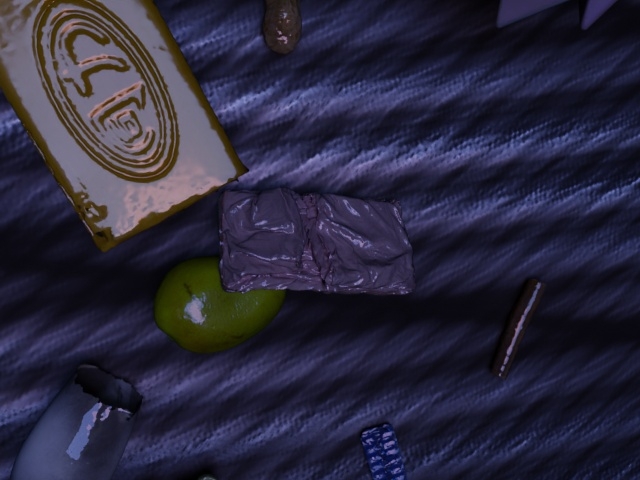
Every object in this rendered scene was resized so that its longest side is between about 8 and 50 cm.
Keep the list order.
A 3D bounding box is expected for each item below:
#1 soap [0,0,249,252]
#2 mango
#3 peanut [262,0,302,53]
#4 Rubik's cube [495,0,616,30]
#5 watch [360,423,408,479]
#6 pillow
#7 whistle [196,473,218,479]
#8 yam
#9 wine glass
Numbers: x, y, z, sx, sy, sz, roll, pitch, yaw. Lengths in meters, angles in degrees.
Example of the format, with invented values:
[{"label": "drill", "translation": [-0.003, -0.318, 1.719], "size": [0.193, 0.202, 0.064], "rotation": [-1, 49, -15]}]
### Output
[{"label": "soap", "translation": [-0.241, -0.166, 0.741], "size": [0.204, 0.096, 0.325], "rotation": [-31, 102, -7]}, {"label": "mango", "translation": [-0.120, 0.076, 0.797], "size": [0.163, 0.089, 0.117], "rotation": [-5, 84, -12]}, {"label": "peanut", "translation": [-0.046, -0.283, 0.789], "size": [0.053, 0.054, 0.113], "rotation": [-2, 102, -11]}, {"label": "Rubik's cube", "translation": [0.263, -0.451, 0.698], "size": [0.386, 0.358, 0.368], "rotation": [11, 134, 12]}, {"label": "watch", "translation": [0.115, 0.437, 0.869], "size": [0.068, 0.276, 0.275], "rotation": [-17, 124, 11]}, {"label": "pillow", "translation": [0.000, 0.000, 0.801], "size": [0.248, 0.049, 0.135], "rotation": [4, 66, -20]}, {"label": "whistle", "translation": [-0.217, 0.363, 0.817], "size": [0.227, 0.085, 0.105], "rotation": [-10, 90, -10]}, {"label": "yam", "translation": [0.275, 0.123, 0.916], "size": [0.032, 0.032, 0.146], "rotation": [22, 92, -13]}, {"label": "wine glass", "translation": [-0.297, 0.257, 0.774], "size": [0.111, 0.111, 0.205], "rotation": [31, 92, -13]}]
